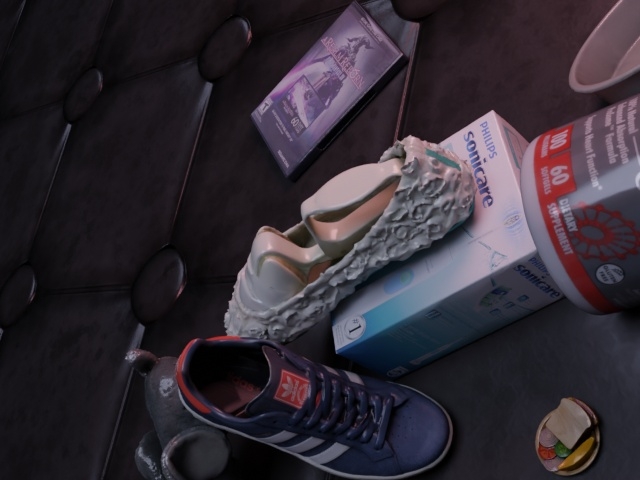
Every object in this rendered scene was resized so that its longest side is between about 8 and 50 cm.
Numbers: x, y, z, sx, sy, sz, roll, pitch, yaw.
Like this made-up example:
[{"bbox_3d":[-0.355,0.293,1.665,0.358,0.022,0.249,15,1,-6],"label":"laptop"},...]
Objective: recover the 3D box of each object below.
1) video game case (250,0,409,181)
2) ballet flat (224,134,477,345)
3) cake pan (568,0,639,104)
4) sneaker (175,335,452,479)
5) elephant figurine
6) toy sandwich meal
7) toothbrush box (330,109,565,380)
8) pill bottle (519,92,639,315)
[{"bbox_3d":[0.007,-0.253,1.536,0.274,0.026,0.196,-46,43,16],"label":"video game case"},{"bbox_3d":[0.000,0.000,1.129,0.409,0.147,0.147,-36,47,25],"label":"ballet flat"},{"bbox_3d":[0.409,-0.260,1.032,0.293,0.054,0.293,-46,11,12],"label":"cake pan"},{"bbox_3d":[-0.014,0.196,1.100,0.349,0.148,0.131,10,65,8],"label":"sneaker"},{"bbox_3d":[-0.166,0.285,1.233,0.185,0.169,0.240,4,73,12],"label":"elephant figurine"},{"bbox_3d":[0.269,0.215,1.008,0.085,0.029,0.086,-23,53,34],"label":"toy sandwich meal"},{"bbox_3d":[0.153,0.013,1.167,0.295,0.126,0.216,-30,50,28],"label":"toothbrush box"},{"bbox_3d":[0.402,-0.071,0.907,0.362,0.210,0.210,-23,53,34],"label":"pill bottle"}]
